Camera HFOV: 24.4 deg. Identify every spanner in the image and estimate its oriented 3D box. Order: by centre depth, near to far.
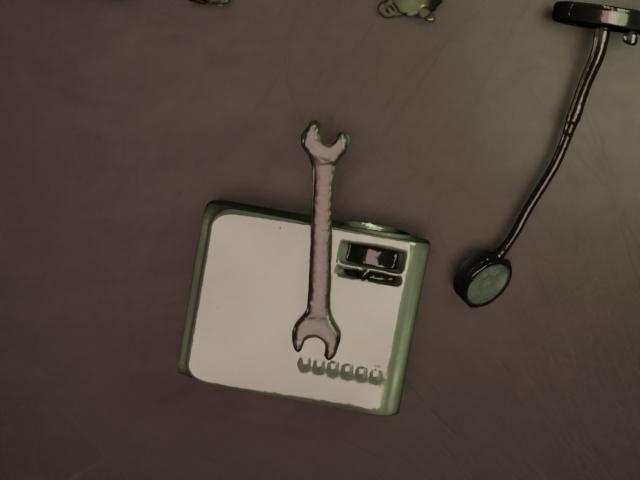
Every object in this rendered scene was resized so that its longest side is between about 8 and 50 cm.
[{"bbox_3d":[0.000,0.000,1.569,0.054,0.015,0.254,2,94,3],"label":"spanner"}]

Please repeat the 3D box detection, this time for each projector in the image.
[{"bbox_3d":[-0.018,0.071,1.639,0.250,0.108,0.198,10,97,2],"label":"projector"}]

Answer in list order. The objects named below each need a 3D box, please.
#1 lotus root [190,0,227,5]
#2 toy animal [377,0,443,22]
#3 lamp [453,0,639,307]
[{"bbox_3d":[-0.143,-0.334,1.614,0.088,0.088,0.165,-11,105,3],"label":"lotus root"},{"bbox_3d":[0.091,-0.359,1.608,0.176,0.073,0.217,28,92,-7],"label":"toy animal"},{"bbox_3d":[0.240,-0.106,1.641,0.108,0.130,0.371,43,118,40],"label":"lamp"}]
